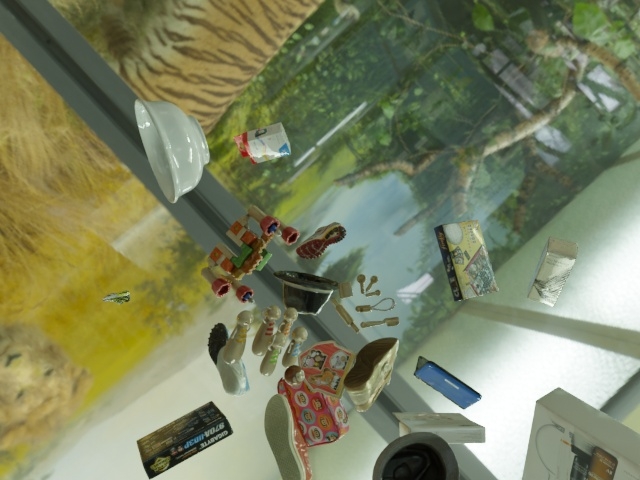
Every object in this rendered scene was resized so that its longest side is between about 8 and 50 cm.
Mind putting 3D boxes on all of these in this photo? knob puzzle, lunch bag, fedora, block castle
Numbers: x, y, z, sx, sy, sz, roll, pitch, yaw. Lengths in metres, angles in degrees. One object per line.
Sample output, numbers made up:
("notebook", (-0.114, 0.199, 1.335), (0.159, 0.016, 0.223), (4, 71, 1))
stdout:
("knob puzzle", (0.010, 0.433, 1.903), (0.213, 0.213, 0.030), (-43, 160, -15))
("lunch bag", (-0.044, 0.656, 2.162), (0.258, 0.293, 0.120), (-25, 173, 32))
("fedora", (0.282, 0.727, 1.727), (0.276, 0.243, 0.124), (-29, 176, -14))
("block castle", (-0.321, 0.081, 2.610), (0.453, 0.213, 0.303), (-52, 153, 4))
("fedora", (-0.061, 0.227, 2.301), (0.334, 0.334, 0.152), (-34, 135, -86))

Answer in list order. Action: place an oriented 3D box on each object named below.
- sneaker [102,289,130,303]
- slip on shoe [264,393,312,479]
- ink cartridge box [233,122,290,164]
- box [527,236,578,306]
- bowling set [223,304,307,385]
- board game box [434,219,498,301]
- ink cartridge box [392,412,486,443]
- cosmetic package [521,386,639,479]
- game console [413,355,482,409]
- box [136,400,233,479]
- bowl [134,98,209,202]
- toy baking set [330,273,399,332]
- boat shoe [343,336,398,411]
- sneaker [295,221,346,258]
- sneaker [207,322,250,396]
("sneaker", (-0.590, 0.170, 1.588), (0.083, 0.035, 0.031), (-12, -168, 10))
("slip on shoe", (-0.114, 0.711, 1.957), (0.123, 0.331, 0.101), (-33, 150, 20))
("ink cartridge box", (-0.264, -0.429, 2.469), (0.231, 0.134, 0.078), (-15, -134, 8))
("box", (0.892, 0.123, 2.120), (0.275, 0.113, 0.094), (89, 22, -43))
("bowling set", (-0.098, 0.276, 1.478), (0.287, 0.200, 0.154), (-8, 123, -60))
("board game box", (0.468, 0.061, 1.759), (0.165, 0.243, 0.042), (-7, 169, -31))
("ink cartridge box", (0.453, 0.729, 2.139), (0.297, 0.066, 0.261), (2, 174, -6))
("cosmetic package", (0.621, 0.535, 1.162), (0.098, 0.284, 0.377), (-18, -152, -30))
("game console", (0.608, 0.643, 2.603), (0.173, 0.293, 0.250), (-53, 174, -37))
("box", (-0.347, 0.498, 1.390), (0.220, 0.051, 0.175), (-24, -173, -22))
("bowl", (-0.399, -0.263, 1.526), (0.134, 0.297, 0.298), (-23, 171, -22))
("toy baking set", (0.160, 0.234, 1.993), (0.197, 0.256, 0.030), (-38, 155, 7))
("boat shoe", (0.180, 0.442, 1.856), (0.122, 0.110, 0.341), (-8, -163, 34))
("sneaker", (0.000, 0.000, 2.280), (0.225, 0.088, 0.092), (-28, -152, 1))
("sneaker", (-0.284, 0.370, 1.703), (0.085, 0.237, 0.086), (-28, 158, 15))
